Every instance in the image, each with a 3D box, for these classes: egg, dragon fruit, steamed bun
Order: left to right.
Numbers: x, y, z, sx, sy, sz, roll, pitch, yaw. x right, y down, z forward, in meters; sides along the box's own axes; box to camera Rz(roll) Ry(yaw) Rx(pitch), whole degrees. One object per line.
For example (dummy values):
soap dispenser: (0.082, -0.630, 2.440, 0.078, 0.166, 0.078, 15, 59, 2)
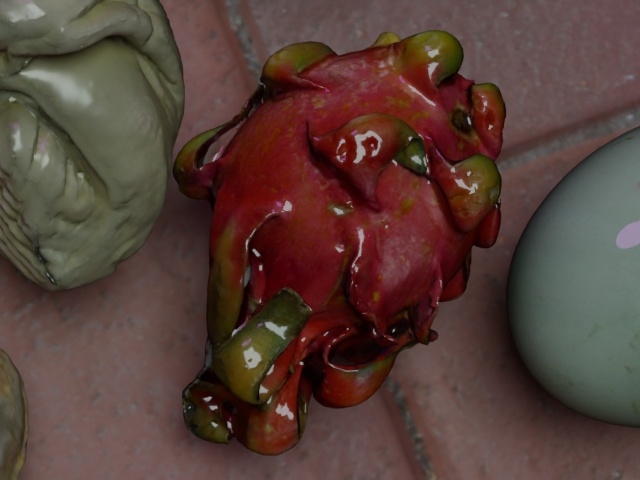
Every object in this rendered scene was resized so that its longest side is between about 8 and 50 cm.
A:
steamed bun: (-0.217, -0.140, 1.255, 0.206, 0.275, 0.320, -38, 124, -30)
dragon fruit: (0.018, -0.001, 1.284, 0.243, 0.227, 0.307, -3, 84, -12)
egg: (0.308, 0.008, 1.349, 0.371, 0.230, 0.230, -26, 84, -24)

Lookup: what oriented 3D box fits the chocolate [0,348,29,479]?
chocolate: (-0.273, 0.210, 1.216, 0.134, 0.134, 0.309, 12, 73, -10)
